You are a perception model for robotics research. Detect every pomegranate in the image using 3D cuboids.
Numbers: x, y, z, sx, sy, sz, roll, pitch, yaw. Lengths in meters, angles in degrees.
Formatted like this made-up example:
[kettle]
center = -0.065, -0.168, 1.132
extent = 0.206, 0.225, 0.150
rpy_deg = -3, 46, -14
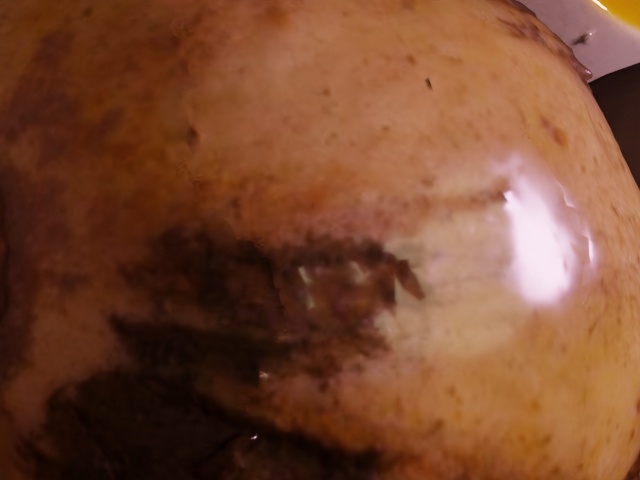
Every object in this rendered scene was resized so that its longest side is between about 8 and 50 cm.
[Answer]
[pomegranate]
center = -0.043, 0.030, 0.636
extent = 0.322, 0.322, 0.322
rpy_deg = 29, 52, -45

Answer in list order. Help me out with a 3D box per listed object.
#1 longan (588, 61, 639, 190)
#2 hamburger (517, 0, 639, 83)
[longan]
center = 0.212, 0.072, 0.928
extent = 0.404, 0.404, 0.336
rpy_deg = -15, 87, -56
[hamburger]
center = 0.142, -0.185, 1.156
extent = 0.295, 0.151, 0.227
rpy_deg = -36, 99, -50
